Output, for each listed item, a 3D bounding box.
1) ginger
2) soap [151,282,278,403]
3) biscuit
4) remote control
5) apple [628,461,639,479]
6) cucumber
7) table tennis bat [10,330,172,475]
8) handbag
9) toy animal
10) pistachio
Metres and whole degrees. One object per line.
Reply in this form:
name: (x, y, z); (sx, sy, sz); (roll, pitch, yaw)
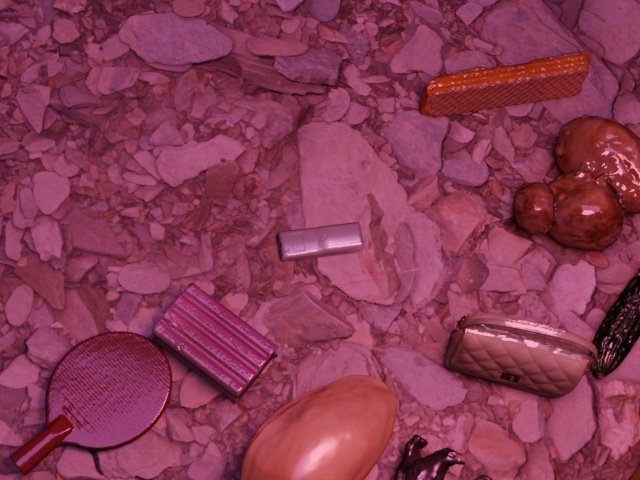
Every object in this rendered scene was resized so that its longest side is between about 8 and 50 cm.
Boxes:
ginger: (0.521, -0.097, 1.820); (0.245, 0.155, 0.304); (40, 67, 9)
soap: (-0.190, 0.182, 1.661); (0.203, 0.065, 0.122); (36, 67, 9)
biscuit: (0.391, -0.324, 1.940); (0.379, 0.094, 0.054); (-10, 62, -12)
remote control: (0.000, 0.000, 1.784); (0.162, 0.029, 0.061); (-8, 66, -10)
apple: (0.696, 0.466, 1.529); (0.360, 0.320, 0.312); (39, 29, 4)
cucumber: (0.581, 0.149, 1.765); (0.077, 0.077, 0.265); (39, 69, 11)
table tennis bat: (-0.397, 0.284, 1.607); (0.310, 0.038, 0.200); (-40, 76, -21)
handbag: (0.353, 0.195, 1.637); (0.256, 0.219, 0.079); (15, 63, 2)
toy animal: (0.233, 0.436, 1.587); (0.225, 0.094, 0.121); (31, 76, -3)
pistachio: (-0.006, 0.346, 1.547); (0.187, 0.187, 0.299); (40, 59, 11)
